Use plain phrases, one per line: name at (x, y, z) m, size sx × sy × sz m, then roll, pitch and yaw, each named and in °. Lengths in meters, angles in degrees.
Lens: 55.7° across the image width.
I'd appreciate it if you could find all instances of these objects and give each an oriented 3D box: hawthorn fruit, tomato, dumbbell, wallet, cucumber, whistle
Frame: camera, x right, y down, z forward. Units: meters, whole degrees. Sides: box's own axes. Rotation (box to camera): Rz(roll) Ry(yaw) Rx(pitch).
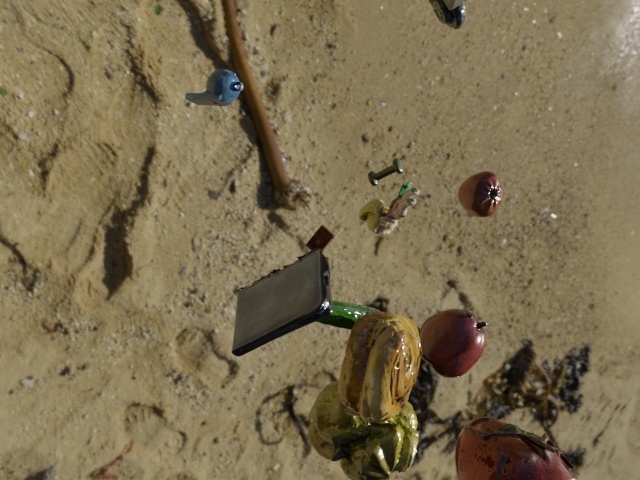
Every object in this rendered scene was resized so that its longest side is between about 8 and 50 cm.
hawthorn fruit at (0.378, 0.274, 1.681) m, size 0.202 × 0.185 × 0.185 m, roll -40°, pitch 144°, yaw 28°
tomato at (0.410, 0.565, 1.364) m, size 0.170 × 0.309 × 0.309 m, roll -14°, pitch 129°, yaw -47°
dumbbell at (0.203, -0.212, 1.883) m, size 0.118 × 0.052 × 0.046 m, roll -25°, pitch 158°, yaw 34°
hawthorn fruit at (0.424, -0.124, 1.601) m, size 0.128 × 0.128 × 0.128 m, roll -22°, pitch 132°, yaw -26°
wallet at (-0.075, 0.118, 1.163) m, size 0.222 × 0.167 × 0.036 m, roll -29°, pitch 127°, yaw 19°
cucumber at (0.070, 0.155, 1.233) m, size 0.250 × 0.056 × 0.056 m, roll 16°, pitch 109°, yaw -44°
whistle at (-0.251, -0.374, 1.474) m, size 0.090 × 0.157 × 0.090 m, roll -23°, pitch 118°, yaw -55°

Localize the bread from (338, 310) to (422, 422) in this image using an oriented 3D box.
bread at (0.116, 0.231, 1.117) m, size 0.236 × 0.120 × 0.198 m, roll 23°, pitch 79°, yaw -70°

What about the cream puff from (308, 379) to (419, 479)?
cream puff at (0.133, 0.616, 1.893) m, size 0.378 × 0.276 × 0.378 m, roll 5°, pitch 134°, yaw 5°

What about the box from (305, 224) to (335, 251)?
box at (0.000, 0.000, 1.803) m, size 0.082 × 0.051 × 0.023 m, roll -50°, pitch 165°, yaw 14°

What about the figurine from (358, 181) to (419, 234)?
figurine at (0.144, -0.065, 1.260) m, size 0.083 × 0.083 × 0.187 m, roll -23°, pitch 173°, yaw -25°

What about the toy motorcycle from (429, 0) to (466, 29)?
toy motorcycle at (0.118, -0.299, 0.614) m, size 0.061 × 0.124 × 0.193 m, roll -32°, pitch 171°, yaw 3°
